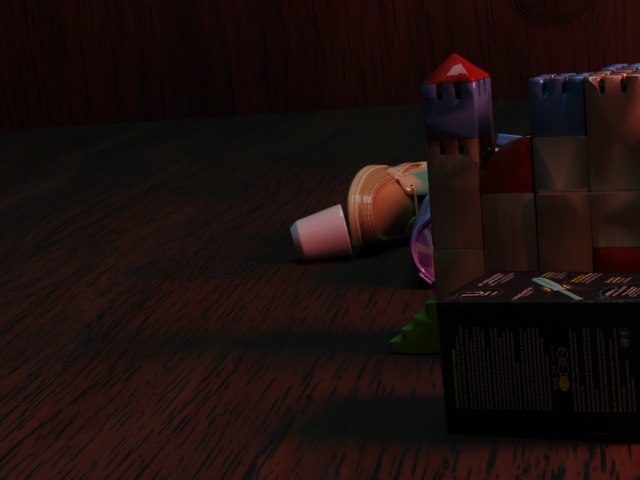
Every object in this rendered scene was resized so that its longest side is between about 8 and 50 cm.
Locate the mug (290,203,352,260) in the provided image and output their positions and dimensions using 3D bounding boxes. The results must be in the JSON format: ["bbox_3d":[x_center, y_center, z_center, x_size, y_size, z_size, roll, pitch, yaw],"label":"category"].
[{"bbox_3d":[0.000,0.001,2.088,0.064,0.078,0.062,-13,43,-2],"label":"mug"}]

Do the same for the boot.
[{"bbox_3d":[0.160,-0.045,2.150,0.203,0.095,0.262,2,9,26],"label":"boot"}]

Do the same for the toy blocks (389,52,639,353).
[{"bbox_3d":[0.243,-0.036,1.536,0.381,0.261,0.191,0,11,24],"label":"toy blocks"}]

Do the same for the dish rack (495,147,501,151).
[{"bbox_3d":[0.295,-0.036,1.951,0.285,0.072,0.333,9,9,5],"label":"dish rack"}]

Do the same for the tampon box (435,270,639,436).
[{"bbox_3d":[0.183,0.082,1.339,0.161,0.101,0.120,-1,10,26],"label":"tampon box"}]

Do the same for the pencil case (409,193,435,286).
[{"bbox_3d":[0.145,-0.007,1.955,0.088,0.086,0.206,34,13,-2],"label":"pencil case"}]

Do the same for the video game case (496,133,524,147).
[{"bbox_3d":[0.305,-0.102,2.131,0.166,0.015,0.119,7,-6,25],"label":"video game case"}]
